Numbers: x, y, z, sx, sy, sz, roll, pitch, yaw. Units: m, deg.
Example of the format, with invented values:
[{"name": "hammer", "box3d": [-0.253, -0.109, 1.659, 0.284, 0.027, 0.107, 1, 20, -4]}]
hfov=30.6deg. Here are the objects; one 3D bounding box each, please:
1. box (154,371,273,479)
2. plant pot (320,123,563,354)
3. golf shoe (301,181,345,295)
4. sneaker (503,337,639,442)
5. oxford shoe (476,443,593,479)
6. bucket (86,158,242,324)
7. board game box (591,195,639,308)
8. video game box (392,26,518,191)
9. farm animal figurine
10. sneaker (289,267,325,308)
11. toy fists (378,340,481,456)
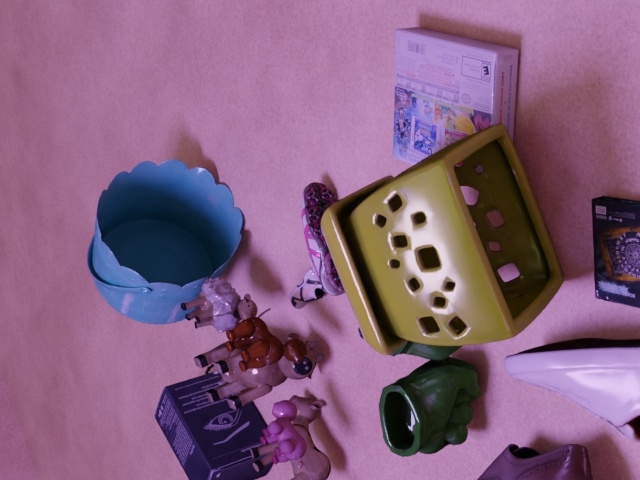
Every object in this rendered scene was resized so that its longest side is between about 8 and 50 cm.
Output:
[{"name": "box", "box3d": [-0.201, 0.367, 2.244, 0.207, 0.153, 0.108, 56, 143, 29]}, {"name": "plant pot", "box3d": [0.143, 0.008, 1.441, 0.207, 0.228, 0.227, -18, 96, 30]}, {"name": "golf shoe", "box3d": [0.000, 0.000, 1.885, 0.086, 0.068, 0.186, -17, 87, 59]}, {"name": "sneaker", "box3d": [0.334, 0.182, 1.407, 0.290, 0.106, 0.123, -6, 94, 56]}, {"name": "oxford shoe", "box3d": [0.267, 0.354, 1.597, 0.364, 0.130, 0.132, 146, 140, -62]}, {"name": "bucket", "box3d": [-0.294, 0.009, 2.161, 0.281, 0.281, 0.183, 61, 148, 23]}, {"name": "board game box", "box3d": [0.389, 0.022, 1.340, 0.186, 0.026, 0.126, 15, 114, 54]}, {"name": "video game box", "box3d": [0.177, -0.179, 1.571, 0.205, 0.048, 0.187, 27, 121, 50]}, {"name": "farm animal figurine", "box3d": [-0.080, 0.242, 2.012, 0.327, 0.172, 0.330, 28, 134, 53]}, {"name": "sneaker", "box3d": [-0.019, 0.088, 1.971, 0.043, 0.040, 0.109, 59, 144, 22]}, {"name": "toy fists", "box3d": [0.156, 0.165, 1.644, 0.096, 0.142, 0.279, 3, 105, 45]}]
